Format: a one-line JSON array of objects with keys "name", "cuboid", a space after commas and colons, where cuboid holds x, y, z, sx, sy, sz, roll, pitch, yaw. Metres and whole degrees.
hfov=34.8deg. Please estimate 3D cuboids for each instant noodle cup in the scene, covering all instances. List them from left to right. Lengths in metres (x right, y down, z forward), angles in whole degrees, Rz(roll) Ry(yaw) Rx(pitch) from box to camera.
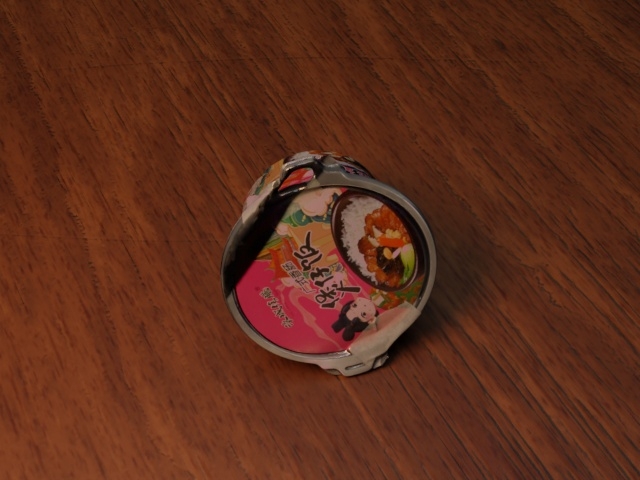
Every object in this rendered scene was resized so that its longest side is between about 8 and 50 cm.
[{"name": "instant noodle cup", "cuboid": [0.000, 0.000, 1.275, 0.258, 0.302, 0.181, -6, 29, -6]}]
